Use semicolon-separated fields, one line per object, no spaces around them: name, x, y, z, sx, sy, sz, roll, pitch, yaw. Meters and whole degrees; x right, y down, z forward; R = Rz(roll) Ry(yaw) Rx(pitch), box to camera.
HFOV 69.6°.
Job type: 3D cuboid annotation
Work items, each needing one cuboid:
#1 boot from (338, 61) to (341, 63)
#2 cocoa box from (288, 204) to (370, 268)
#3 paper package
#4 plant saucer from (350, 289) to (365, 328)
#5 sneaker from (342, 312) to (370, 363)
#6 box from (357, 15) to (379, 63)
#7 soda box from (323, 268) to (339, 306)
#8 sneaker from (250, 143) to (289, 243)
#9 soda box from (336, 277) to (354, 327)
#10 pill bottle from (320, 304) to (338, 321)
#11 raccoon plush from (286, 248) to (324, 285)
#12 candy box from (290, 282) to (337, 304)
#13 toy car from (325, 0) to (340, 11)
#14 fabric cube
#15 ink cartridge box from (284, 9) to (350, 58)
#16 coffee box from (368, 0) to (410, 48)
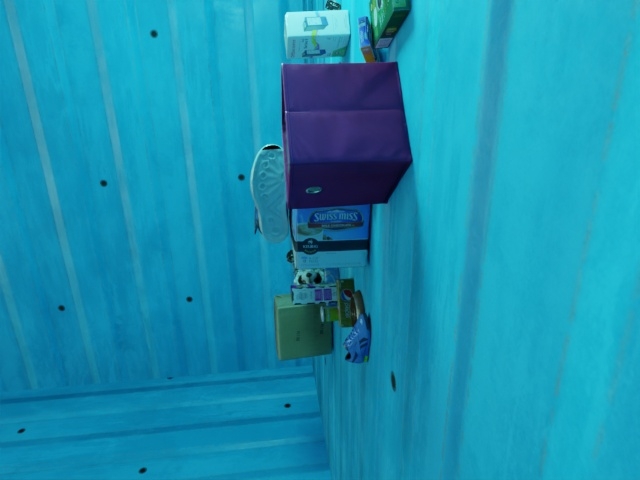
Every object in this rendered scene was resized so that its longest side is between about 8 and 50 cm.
boot;0.066;-0.587;1.705;0.106;0.037;0.114;115;150;-50
cocoa box;0.016;-0.089;1.518;0.347;0.232;0.227;-105;15;-63
paper package;-0.092;0.456;2.480;0.168;0.310;0.324;-124;31;-70
plant saucer;0.129;0.259;1.622;0.168;0.029;0.168;178;90;-84
sneaker;0.118;0.328;1.515;0.069;0.082;0.209;-99;9;-56
box;0.115;-0.471;1.106;0.136;0.028;0.081;28;-123;-67
soda box;0.055;0.223;2.112;0.071;0.067;0.210;115;150;-78
sneaker;-0.168;-0.165;1.516;0.236;0.130;0.322;-122;28;-68
soda box;0.097;0.236;1.744;0.058;0.061;0.181;159;108;-83
pill bottle;0.060;0.294;1.863;0.065;0.116;0.065;177;90;-85
raccoon plush;-0.005;0.199;2.330;0.446;0.216;0.299;34;-136;-60
candy box;-0.002;0.212;1.853;0.159;0.234;0.071;170;97;-85
toy car;0.046;-0.820;1.697;0.040;0.060;0.122;-32;-48;-60
fabric cube;0.043;-0.235;1.080;0.254;0.258;0.259;108;159;-71
ink cartridge box;-0.015;-0.701;1.575;0.154;0.213;0.093;133;133;-81
coffee box;0.145;-0.501;0.985;0.184;0.041;0.113;163;101;-84
